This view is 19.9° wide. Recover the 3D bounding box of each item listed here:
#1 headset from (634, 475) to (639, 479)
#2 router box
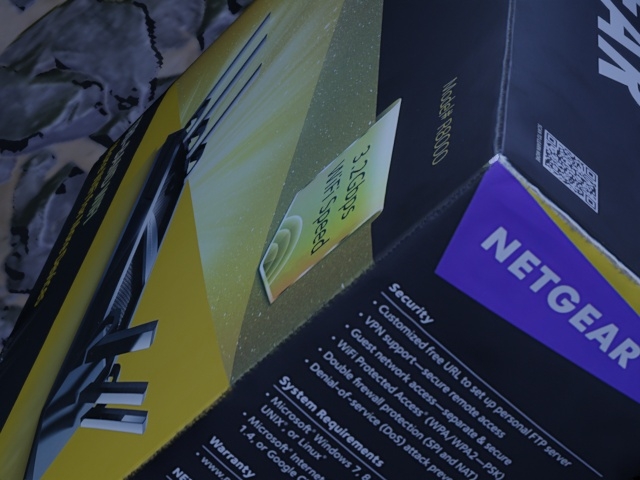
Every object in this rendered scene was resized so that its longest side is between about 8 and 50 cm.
[{"bbox_3d":[0.154,0.061,0.453,0.243,0.185,0.394,-16,28,13],"label":"headset"},{"bbox_3d":[0.000,0.000,0.532,0.243,0.081,0.309,-42,17,26],"label":"router box"}]
